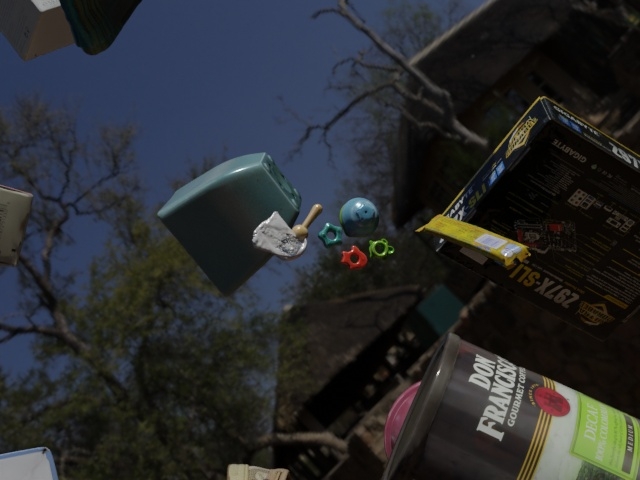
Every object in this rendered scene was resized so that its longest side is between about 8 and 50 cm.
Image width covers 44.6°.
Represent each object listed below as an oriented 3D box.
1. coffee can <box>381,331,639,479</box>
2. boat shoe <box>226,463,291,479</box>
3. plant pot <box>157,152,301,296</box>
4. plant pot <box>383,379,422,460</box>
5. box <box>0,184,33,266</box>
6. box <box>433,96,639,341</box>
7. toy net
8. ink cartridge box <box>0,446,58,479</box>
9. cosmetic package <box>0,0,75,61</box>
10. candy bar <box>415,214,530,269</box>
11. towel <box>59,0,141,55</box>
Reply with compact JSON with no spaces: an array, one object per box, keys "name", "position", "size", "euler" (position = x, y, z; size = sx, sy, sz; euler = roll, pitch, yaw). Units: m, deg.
[{"name":"coffee can","position":[0.229,0.250,0.868],"size":[0.201,0.275,0.202],"euler":[24,-90,-83]},{"name":"boat shoe","position":[-0.076,0.416,1.089],"size":[0.341,0.110,0.122],"euler":[-110,18,-71]},{"name":"plant pot","position":[-0.185,-0.069,1.816],"size":[0.252,0.247,0.248],"euler":[-36,13,10]},{"name":"plant pot","position":[0.200,0.316,1.210],"size":[0.201,0.201,0.180],"euler":[-44,-7,-1]},{"name":"box","position":[-0.685,-0.032,1.552],"size":[0.126,0.232,0.149],"euler":[17,-101,-38]},{"name":"box","position":[0.367,-0.020,1.127],"size":[0.257,0.322,0.079],"euler":[-54,17,32]},{"name":"toy net","position":[0.000,0.000,1.279],"size":[0.232,0.122,0.045],"euler":[-11,-9,-18]},{"name":"ink cartridge box","position":[-0.633,0.518,1.353],"size":[0.270,0.151,0.395],"euler":[-2,-34,-36]},{"name":"cosmetic package","position":[-0.470,-0.465,1.337],"size":[0.224,0.225,0.138],"euler":[-38,-2,-41]},{"name":"candy bar","position":[0.173,-0.002,0.900],"size":[0.040,0.161,0.018],"euler":[-31,-59,-22]},{"name":"towel","position":[-0.207,-0.403,0.775],"size":[0.370,0.040,0.271],"euler":[91,-159,-56]}]
